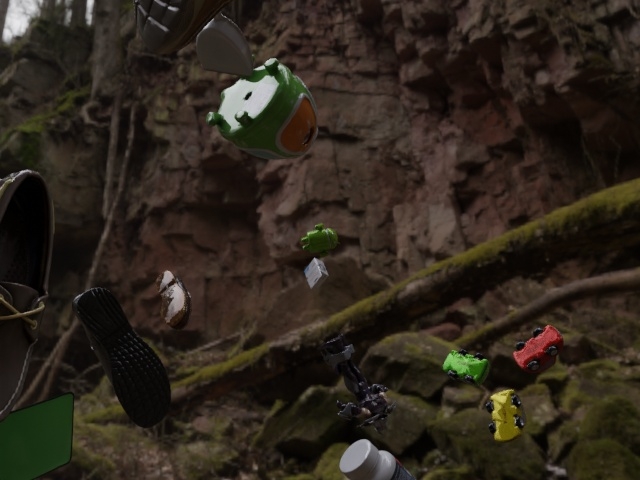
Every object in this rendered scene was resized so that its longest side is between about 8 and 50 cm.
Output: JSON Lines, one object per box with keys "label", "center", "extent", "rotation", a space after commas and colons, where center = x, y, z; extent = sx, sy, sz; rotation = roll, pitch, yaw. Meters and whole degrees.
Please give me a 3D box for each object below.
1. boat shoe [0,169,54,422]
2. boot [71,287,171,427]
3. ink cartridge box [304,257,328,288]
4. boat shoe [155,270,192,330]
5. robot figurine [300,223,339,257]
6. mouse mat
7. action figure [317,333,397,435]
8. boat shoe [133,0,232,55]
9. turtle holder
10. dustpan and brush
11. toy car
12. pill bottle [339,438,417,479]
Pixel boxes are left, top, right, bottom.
{"label": "boat shoe", "center": [-0.385, 0.064, 0.805], "extent": [0.097, 0.324, 0.117], "rotation": [-21, -31, 29]}
{"label": "boot", "center": [-0.456, 0.261, 1.535], "extent": [0.118, 0.338, 0.223], "rotation": [-24, -1, -25]}
{"label": "ink cartridge box", "center": [-0.009, 0.086, 1.655], "extent": [0.028, 0.083, 0.048], "rotation": [29, -71, -26]}
{"label": "boat shoe", "center": [-0.331, 0.145, 1.560], "extent": [0.073, 0.207, 0.073], "rotation": [-37, -56, 4]}
{"label": "robot figurine", "center": [0.000, 0.000, 2.029], "extent": [0.115, 0.101, 0.067], "rotation": [-11, 5, -6]}
{"label": "mouse mat", "center": [-0.542, 0.382, 1.274], "extent": [0.007, 0.152, 0.190], "rotation": [6, 4, 22]}
{"label": "action figure", "center": [0.100, 0.391, 1.786], "extent": [0.099, 0.285, 0.185], "rotation": [-35, -13, 26]}
{"label": "boat shoe", "center": [-0.085, -0.296, 0.654], "extent": [0.116, 0.123, 0.324], "rotation": [-10, -18, -41]}
{"label": "turtle holder", "center": [-0.152, -0.315, 1.732], "extent": [0.320, 0.243, 0.227], "rotation": [-14, -38, 41]}
{"label": "dustpan and brush", "center": [-0.229, -0.476, 1.500], "extent": [0.147, 0.060, 0.211], "rotation": [15, -31, 23]}
{"label": "toy car", "center": [0.337, 0.261, 1.282], "extent": [0.053, 0.239, 0.225], "rotation": [43, -20, -32]}
{"label": "pill bottle", "center": [0.127, 0.491, 1.349], "extent": [0.108, 0.108, 0.180], "rotation": [-27, -69, 43]}
